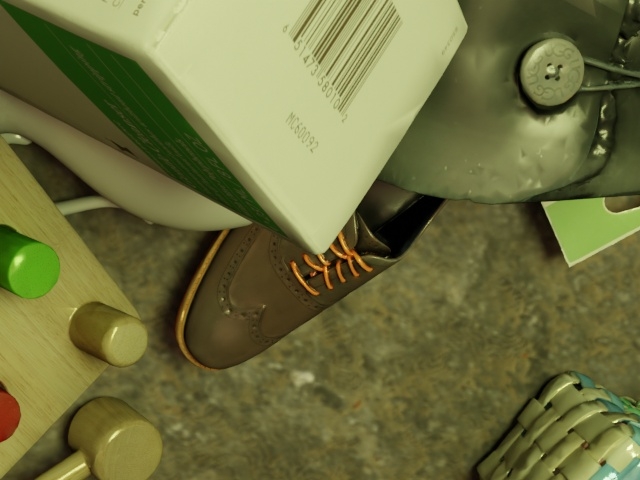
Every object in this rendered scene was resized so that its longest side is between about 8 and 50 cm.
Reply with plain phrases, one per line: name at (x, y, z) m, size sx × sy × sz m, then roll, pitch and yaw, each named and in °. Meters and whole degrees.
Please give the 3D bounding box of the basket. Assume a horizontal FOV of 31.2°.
basket at (0.281, 0.256, 0.923) m, size 0.201 × 0.255 × 0.289 m, roll -44°, pitch 101°, yaw 4°

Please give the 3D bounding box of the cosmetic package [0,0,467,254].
cosmetic package at (-0.130, -0.160, 0.586) m, size 0.155 × 0.365 × 0.197 m, roll -58°, pitch 149°, yaw -11°

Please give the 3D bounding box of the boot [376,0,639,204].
boot at (0.075, -0.242, 0.643) m, size 0.367 × 0.146 × 0.445 m, roll 5°, pitch 116°, yaw -8°

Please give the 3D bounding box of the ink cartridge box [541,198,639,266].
ink cartridge box at (0.213, -0.120, 0.877) m, size 0.171 × 0.056 × 0.235 m, roll -28°, pitch 116°, yaw 0°

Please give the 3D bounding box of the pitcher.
pitcher at (-0.139, -0.065, 0.800) m, size 0.207 × 0.125 × 0.177 m, roll 20°, pitch 126°, yaw -7°

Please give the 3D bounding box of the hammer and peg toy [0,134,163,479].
hammer and peg toy at (-0.244, 0.100, 0.756) m, size 0.266 × 0.127 × 0.361 m, roll -47°, pitch 128°, yaw -23°

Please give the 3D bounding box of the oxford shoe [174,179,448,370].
oxford shoe at (0.000, 0.000, 0.821) m, size 0.271 × 0.098 × 0.097 m, roll -45°, pitch 109°, yaw 6°

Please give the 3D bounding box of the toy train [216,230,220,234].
toy train at (-0.065, 0.010, 0.883) m, size 0.036 × 0.027 × 0.158 m, roll 11°, pitch 107°, yaw -26°
